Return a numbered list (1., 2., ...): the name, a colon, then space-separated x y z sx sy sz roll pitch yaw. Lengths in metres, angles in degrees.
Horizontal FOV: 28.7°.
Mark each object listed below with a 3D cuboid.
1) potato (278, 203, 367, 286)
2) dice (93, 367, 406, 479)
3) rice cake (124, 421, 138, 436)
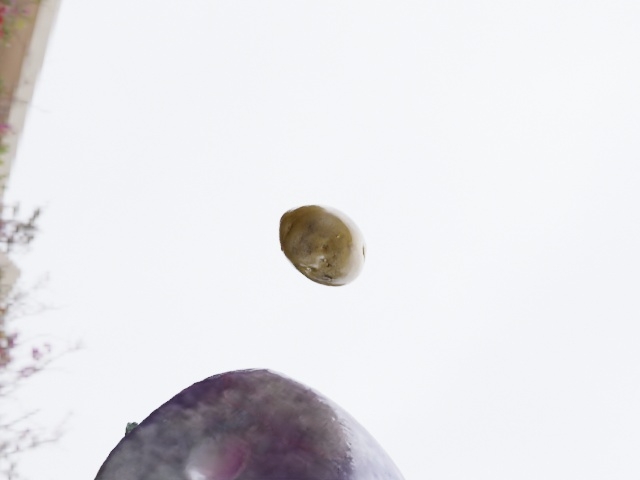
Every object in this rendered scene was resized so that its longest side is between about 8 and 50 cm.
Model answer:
1. potato: 0.000 0.000 0.954 0.062 0.083 0.068 -17 -61 -7
2. dice: -0.068 0.322 1.335 0.270 0.270 0.271 25 -35 41
3. rice cake: -0.237 0.288 1.585 0.022 0.022 0.121 -1 -120 -10
